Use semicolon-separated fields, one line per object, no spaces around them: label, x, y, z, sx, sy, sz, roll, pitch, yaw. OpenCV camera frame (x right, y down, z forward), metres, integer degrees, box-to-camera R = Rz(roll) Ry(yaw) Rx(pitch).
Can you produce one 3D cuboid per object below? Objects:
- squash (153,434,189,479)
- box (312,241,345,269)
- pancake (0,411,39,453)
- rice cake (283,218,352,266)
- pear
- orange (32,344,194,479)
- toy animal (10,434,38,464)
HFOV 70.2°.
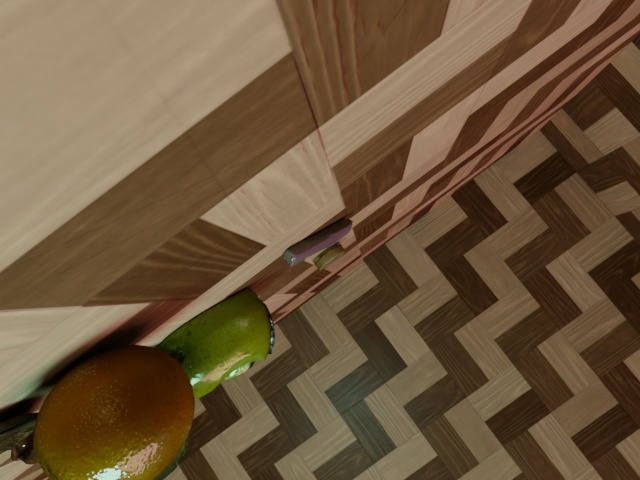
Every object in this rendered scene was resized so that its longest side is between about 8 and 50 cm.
squash;-0.536;0.567;1.220;0.263;0.263;0.384;-26;166;-50
box;0.027;0.049;1.401;0.105;0.037;0.105;-36;170;-7
pancake;-0.543;0.335;0.682;0.250;0.031;0.250;-33;168;-8
rice cake;0.000;0.000;1.045;0.207;0.036;0.047;-28;163;-39
pear;-0.256;0.264;1.060;0.292;0.159;0.292;-33;169;-7
orange;-0.315;0.278;0.713;0.236;0.236;0.236;-35;171;-6
toy animal;-0.509;0.381;0.939;0.224;0.066;0.229;-28;158;-39
